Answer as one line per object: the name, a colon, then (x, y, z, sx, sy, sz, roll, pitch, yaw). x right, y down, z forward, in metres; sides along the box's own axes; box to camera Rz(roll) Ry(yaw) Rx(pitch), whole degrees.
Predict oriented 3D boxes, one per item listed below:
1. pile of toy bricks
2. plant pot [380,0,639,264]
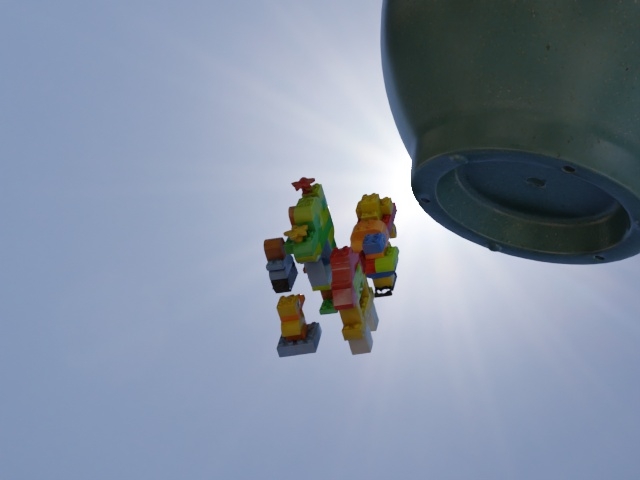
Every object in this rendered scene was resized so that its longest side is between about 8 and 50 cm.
pile of toy bricks: (0.000, 0.000, 1.221, 0.118, 0.212, 0.105, -9, -62, 16)
plant pot: (0.168, -0.103, 1.046, 0.293, 0.293, 0.196, -5, -120, 43)
